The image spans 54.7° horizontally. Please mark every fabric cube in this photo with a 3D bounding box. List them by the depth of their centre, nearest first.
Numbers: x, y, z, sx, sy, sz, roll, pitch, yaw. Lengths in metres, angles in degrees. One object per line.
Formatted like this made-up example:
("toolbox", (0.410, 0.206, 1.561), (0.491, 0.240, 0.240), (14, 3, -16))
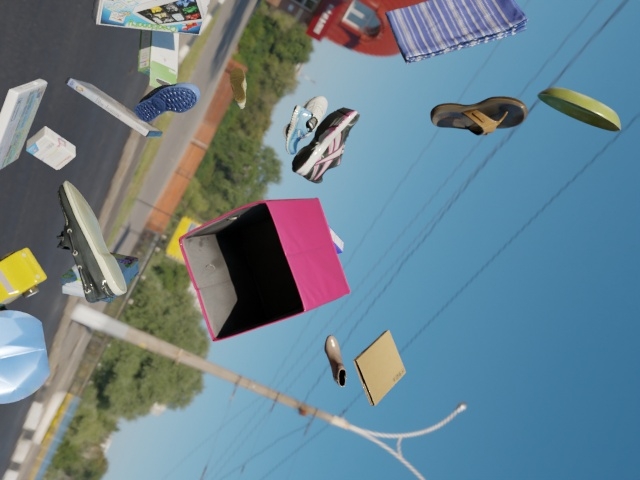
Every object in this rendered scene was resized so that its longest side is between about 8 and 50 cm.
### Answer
("fabric cube", (-0.122, 0.058, 1.435), (0.254, 0.259, 0.258), (-21, 176, 26))

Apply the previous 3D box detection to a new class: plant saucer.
("plant saucer", (0.713, -0.365, 1.695), (0.241, 0.241, 0.037), (-114, -132, -74))

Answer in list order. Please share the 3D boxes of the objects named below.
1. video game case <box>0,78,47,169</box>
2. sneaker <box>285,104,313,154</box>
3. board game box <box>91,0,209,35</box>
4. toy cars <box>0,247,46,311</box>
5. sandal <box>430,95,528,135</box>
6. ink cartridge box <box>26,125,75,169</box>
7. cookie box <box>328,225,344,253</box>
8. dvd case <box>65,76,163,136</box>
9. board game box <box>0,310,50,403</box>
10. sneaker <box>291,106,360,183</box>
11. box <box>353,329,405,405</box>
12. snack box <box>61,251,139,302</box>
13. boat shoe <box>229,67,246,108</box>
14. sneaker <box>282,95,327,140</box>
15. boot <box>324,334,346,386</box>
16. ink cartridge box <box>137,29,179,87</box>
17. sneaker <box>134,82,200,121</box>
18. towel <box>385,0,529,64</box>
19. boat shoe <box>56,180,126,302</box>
("video game case", (-0.747, -0.276, 1.505), (0.227, 0.026, 0.206), (-61, -165, 16))
("sneaker", (-0.062, -0.325, 1.871), (0.063, 0.073, 0.162), (-81, -173, -50))
("board game box", (-0.441, -0.660, 1.653), (0.053, 0.305, 0.193), (52, -48, 32))
("toy cars", (-0.784, 0.079, 1.313), (0.087, 0.393, 0.177), (-44, 144, -78))
("sandal", (0.347, -0.269, 1.377), (0.090, 0.219, 0.060), (59, 42, -51))
("ink cartridge box", (-0.869, -0.296, 1.998), (0.088, 0.122, 0.052), (-32, -131, 15))
("cookie box", (0.000, 0.000, 1.729), (0.091, 0.107, 0.040), (-16, -136, 32))
("dvd case", (-0.568, -0.367, 1.727), (0.022, 0.253, 0.180), (-56, -173, 7))
("board game box", (-0.585, 0.215, 1.153), (0.033, 0.133, 0.169), (-12, -92, 56))
("sneaker", (0.021, -0.194, 1.282), (0.178, 0.077, 0.072), (-46, -145, 8))
("box", (0.192, 0.405, 1.987), (0.021, 0.164, 0.201), (-14, -167, 42))
("snack box", (-0.742, 0.116, 2.099), (0.207, 0.174, 0.070), (-67, 166, -60))
("boat shoe", (-0.287, -0.538, 2.181), (0.048, 0.056, 0.153), (93, -14, -66))
("sneaker", (-0.030, -0.421, 2.141), (0.094, 0.090, 0.235), (-10, -141, 50))
("boot", (0.043, 0.311, 1.579), (0.087, 0.042, 0.119), (-130, -153, -68))
("ink cartridge box", (-0.502, -0.558, 1.917), (0.062, 0.109, 0.209), (-5, -100, 33))
("sneaker", (-0.401, -0.387, 1.659), (0.232, 0.081, 0.090), (-7, -139, 34))
("towel", (0.363, -0.602, 1.677), (0.040, 0.335, 0.243), (70, 7, -51))
("boat shoe", (-0.629, 0.010, 1.620), (0.113, 0.340, 0.127), (-28, 176, 0))
